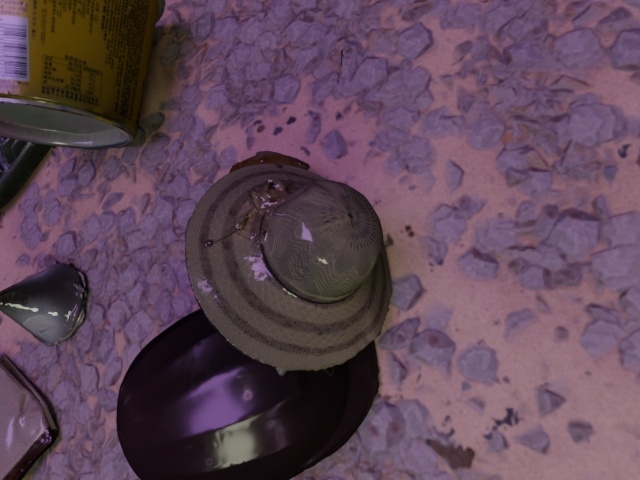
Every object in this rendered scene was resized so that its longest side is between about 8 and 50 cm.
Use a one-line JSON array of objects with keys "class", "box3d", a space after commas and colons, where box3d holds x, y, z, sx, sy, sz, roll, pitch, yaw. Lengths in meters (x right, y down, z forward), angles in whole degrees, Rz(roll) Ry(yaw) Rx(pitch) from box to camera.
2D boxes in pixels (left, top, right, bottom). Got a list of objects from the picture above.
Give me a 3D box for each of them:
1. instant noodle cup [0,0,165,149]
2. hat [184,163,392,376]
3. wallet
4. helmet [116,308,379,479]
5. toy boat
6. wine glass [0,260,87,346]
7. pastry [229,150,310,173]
[{"class": "instant noodle cup", "box3d": [-0.422, -0.300, 0.678, 0.326, 0.326, 0.253, 0, 88, 24]}, {"class": "hat", "box3d": [0.000, 0.000, 0.428, 0.110, 0.252, 0.251, -43, 58, 50]}, {"class": "wallet", "box3d": [-0.598, 0.367, 0.723, 0.275, 0.068, 0.335, 39, 88, 23]}, {"class": "helmet", "box3d": [-0.096, 0.165, 0.484, 0.305, 0.177, 0.224, -36, 64, 14]}, {"class": "toy boat", "box3d": [-0.631, -0.145, 0.844, 0.260, 0.085, 0.078, -48, 65, 7]}, {"class": "wine glass", "box3d": [-0.510, 0.090, 0.652, 0.156, 0.232, 0.156, -5, 76, 23]}, {"class": "pastry", "box3d": [-0.070, -0.047, 0.573, 0.154, 0.081, 0.153, -4, 79, 20]}]
